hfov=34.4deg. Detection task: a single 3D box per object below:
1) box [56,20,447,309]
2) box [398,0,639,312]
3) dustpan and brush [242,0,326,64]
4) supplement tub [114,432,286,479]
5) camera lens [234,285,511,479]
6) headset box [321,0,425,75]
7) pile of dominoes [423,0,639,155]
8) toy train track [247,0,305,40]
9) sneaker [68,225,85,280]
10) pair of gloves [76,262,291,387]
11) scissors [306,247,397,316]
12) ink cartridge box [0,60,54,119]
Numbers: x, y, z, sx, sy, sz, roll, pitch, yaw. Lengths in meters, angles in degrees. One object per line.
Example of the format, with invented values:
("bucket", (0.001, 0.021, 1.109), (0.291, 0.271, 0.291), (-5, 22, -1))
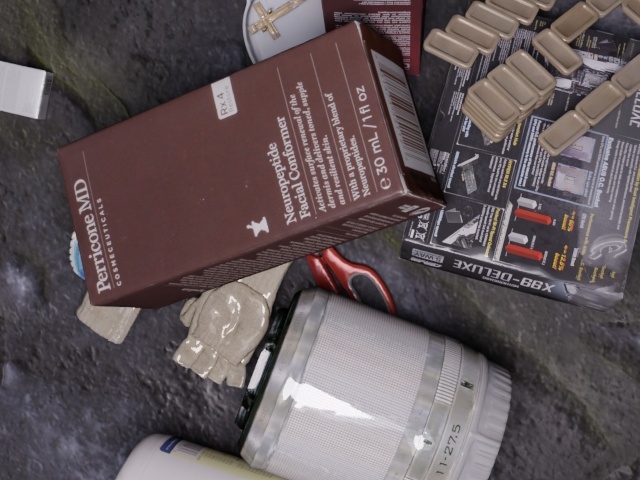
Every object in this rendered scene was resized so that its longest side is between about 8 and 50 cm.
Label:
("box", (-0.080, -0.069, 1.116), (0.381, 0.143, 0.191), (-20, 78, 22))
("box", (0.243, -0.099, 1.164), (0.242, 0.076, 0.307), (14, 74, 6))
("dustpan and brush", (-0.060, -0.284, 1.263), (0.211, 0.060, 0.147), (42, 91, -4))
("supplement tub", (-0.092, 0.384, 1.226), (0.325, 0.235, 0.235), (17, 97, 6))
("camera lens", (0.054, 0.191, 1.190), (0.274, 0.219, 0.219), (21, 97, -1))
("headset box", (0.063, -0.327, 1.114), (0.110, 0.293, 0.218), (3, 70, 6))
("pile of dominoes", (0.258, -0.210, 1.151), (0.251, 0.040, 0.196), (-38, 74, -20))
("toy train track", (-0.049, -0.270, 1.226), (0.083, 0.014, 0.048), (-33, 94, 0))
("sneaker", (-0.265, -0.020, 1.305), (0.073, 0.063, 0.162), (22, 98, 2))
("pair of gloves", (-0.163, 0.050, 1.253), (0.240, 0.042, 0.204), (22, 95, 13))
("scissors", (0.000, 0.000, 1.293), (0.109, 0.021, 0.297), (-23, 90, 12))
("ink cartridge box", (-0.405, -0.198, 1.326), (0.115, 0.029, 0.063), (14, 97, 8))
